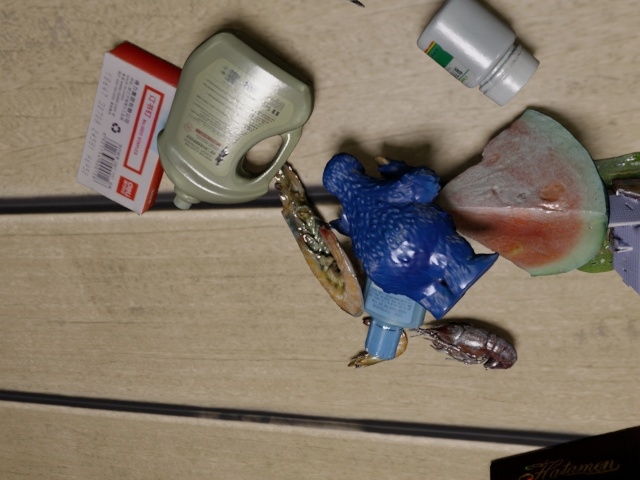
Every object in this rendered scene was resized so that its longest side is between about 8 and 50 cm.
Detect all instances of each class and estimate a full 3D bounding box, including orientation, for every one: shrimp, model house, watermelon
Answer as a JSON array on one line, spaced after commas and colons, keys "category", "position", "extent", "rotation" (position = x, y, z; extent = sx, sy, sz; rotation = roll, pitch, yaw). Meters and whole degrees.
[{"category": "shrimp", "position": [0.082, 0.165, 0.864], "extent": [0.114, 0.023, 0.083], "rotation": [-29, 100, 19]}, {"category": "shrimp", "position": [0.002, -0.001, 0.765], "extent": [0.052, 0.143, 0.251], "rotation": [-34, 98, -18]}, {"category": "shrimp", "position": [0.213, 0.155, 0.805], "extent": [0.165, 0.057, 0.065], "rotation": [11, 134, 22]}, {"category": "model house", "position": [0.382, -0.016, 0.665], "extent": [0.117, 0.088, 0.167], "rotation": [-3, 112, 16]}, {"category": "watermelon", "position": [0.260, -0.046, 0.688], "extent": [0.202, 0.136, 0.207], "rotation": [20, 140, 22]}]

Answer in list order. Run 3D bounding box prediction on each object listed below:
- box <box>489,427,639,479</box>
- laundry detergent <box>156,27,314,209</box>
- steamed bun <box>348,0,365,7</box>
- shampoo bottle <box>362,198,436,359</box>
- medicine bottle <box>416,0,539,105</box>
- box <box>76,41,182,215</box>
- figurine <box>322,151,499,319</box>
[{"category": "box", "position": [0.480, 0.516, 0.861], "extent": [0.264, 0.116, 0.415], "rotation": [-25, 106, 24]}, {"category": "laundry detergent", "position": [-0.132, -0.144, 0.734], "extent": [0.181, 0.091, 0.253], "rotation": [32, 113, -11]}, {"category": "steamed bun", "position": [0.036, -0.363, 0.499], "extent": [0.206, 0.320, 0.275], "rotation": [17, 98, 43]}, {"category": "shampoo bottle", "position": [0.115, 0.056, 0.776], "extent": [0.103, 0.061, 0.259], "rotation": [20, 114, 19]}, {"category": "medicine bottle", "position": [0.187, -0.225, 0.629], "extent": [0.130, 0.080, 0.080], "rotation": [39, 117, -4]}, {"category": "box", "position": [-0.283, -0.164, 0.799], "extent": [0.123, 0.050, 0.229], "rotation": [26, 117, 0]}, {"category": "figurine", "position": [0.084, -0.017, 0.655], "extent": [0.262, 0.120, 0.164], "rotation": [38, 127, 32]}]
